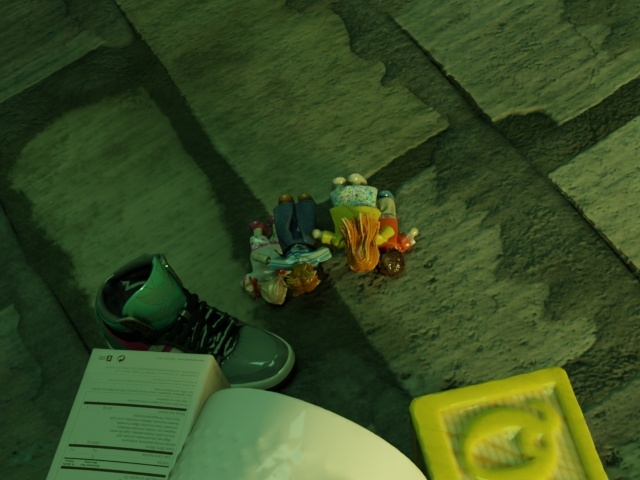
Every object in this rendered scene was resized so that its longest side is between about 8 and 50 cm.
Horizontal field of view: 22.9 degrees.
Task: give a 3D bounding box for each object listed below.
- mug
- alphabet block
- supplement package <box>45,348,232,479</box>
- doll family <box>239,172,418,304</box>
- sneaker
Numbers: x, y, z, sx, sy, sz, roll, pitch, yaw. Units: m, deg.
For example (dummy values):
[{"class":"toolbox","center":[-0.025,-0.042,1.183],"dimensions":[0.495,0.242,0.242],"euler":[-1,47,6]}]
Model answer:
[{"class":"mug","center":[-0.036,0.361,1.645],"dimensions":[0.374,0.276,0.328],"euler":[-11,47,51]},{"class":"alphabet block","center":[0.214,0.289,1.813],"dimensions":[0.192,0.197,0.193],"euler":[-14,50,-5]},{"class":"supplement package","center":[-0.222,0.306,1.979],"dimensions":[0.175,0.177,0.293],"euler":[2,55,20]},{"class":"doll family","center":[0.000,0.000,2.181],"dimensions":[0.263,0.118,0.163],"euler":[-14,50,8]},{"class":"sneaker","center":[-0.184,0.104,2.123],"dimensions":[0.295,0.178,0.124],"euler":[10,57,25]}]
